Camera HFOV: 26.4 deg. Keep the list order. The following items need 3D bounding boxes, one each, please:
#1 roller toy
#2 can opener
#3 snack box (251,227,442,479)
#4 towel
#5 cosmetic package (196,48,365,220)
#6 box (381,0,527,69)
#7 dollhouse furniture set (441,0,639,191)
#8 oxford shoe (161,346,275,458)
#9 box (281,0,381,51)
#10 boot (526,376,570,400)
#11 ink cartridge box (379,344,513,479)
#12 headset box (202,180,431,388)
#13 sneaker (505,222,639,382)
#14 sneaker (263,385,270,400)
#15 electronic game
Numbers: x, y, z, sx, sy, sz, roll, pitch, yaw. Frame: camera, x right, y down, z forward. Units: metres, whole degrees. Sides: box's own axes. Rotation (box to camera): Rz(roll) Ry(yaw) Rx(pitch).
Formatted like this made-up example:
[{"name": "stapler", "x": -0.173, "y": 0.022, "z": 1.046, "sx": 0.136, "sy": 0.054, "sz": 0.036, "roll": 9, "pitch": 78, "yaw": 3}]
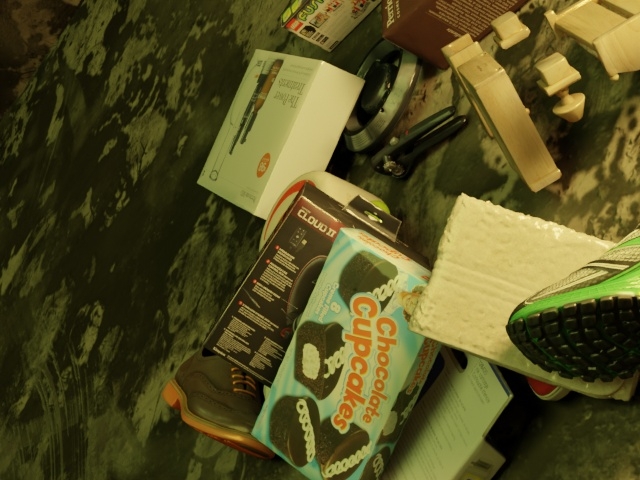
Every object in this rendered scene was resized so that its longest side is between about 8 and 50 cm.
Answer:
[{"name": "roller toy", "x": 0.000, "y": 0.000, "z": 2.070, "sx": 0.209, "sy": 0.146, "sz": 0.191, "roll": -59, "pitch": 29, "yaw": 11}, {"name": "can opener", "x": 0.148, "y": -0.156, "z": 2.113, "sx": 0.186, "sy": 0.059, "sz": 0.073, "roll": -35, "pitch": 42, "yaw": 43}, {"name": "snack box", "x": 0.045, "y": 0.167, "z": 1.807, "sx": 0.187, "sy": 0.060, "sz": 0.322, "roll": 32, "pitch": 107, "yaw": 32}, {"name": "towel", "x": 0.263, "y": 0.068, "z": 1.626, "sx": 0.282, "sy": 0.049, "sz": 0.187, "roll": 19, "pitch": 85, "yaw": 18}, {"name": "cosmetic package", "x": -0.081, "y": -0.188, "z": 2.431, "sx": 0.284, "sy": 0.097, "sz": 0.377, "roll": -68, "pitch": 22, "yaw": 2}, {"name": "box", "x": 0.258, "y": -0.454, "z": 2.072, "sx": 0.381, "sy": 0.143, "sz": 0.191, "roll": -40, "pitch": 39, "yaw": 41}, {"name": "dollhouse furniture set", "x": 0.380, "y": -0.243, "z": 1.825, "sx": 0.355, "sy": 0.174, "sz": 0.303, "roll": -30, "pitch": 23, "yaw": 3}, {"name": "oxford shoe", "x": -0.156, "y": 0.256, "z": 2.251, "sx": 0.133, "sy": 0.130, "sz": 0.364, "roll": -61, "pitch": 30, "yaw": -3}, {"name": "box", "x": 0.035, "y": -0.432, "z": 2.437, "sx": 0.207, "sy": 0.114, "sz": 0.036, "roll": -40, "pitch": 39, "yaw": 37}, {"name": "boot", "x": 0.226, "y": 0.082, "z": 1.703, "sx": 0.088, "sy": 0.176, "sz": 0.244, "roll": -46, "pitch": 36, "yaw": 31}, {"name": "ink cartridge box", "x": 0.140, "y": 0.242, "z": 1.841, "sx": 0.307, "sy": 0.072, "sz": 0.303, "roll": -53, "pitch": 30, "yaw": 19}, {"name": "headset box", "x": 0.004, "y": 0.075, "z": 1.923, "sx": 0.293, "sy": 0.218, "sz": 0.110, "roll": -57, "pitch": 5, "yaw": 14}, {"name": "sneaker", "x": 0.369, "y": 0.048, "z": 1.525, "sx": 0.343, "sy": 0.134, "sz": 0.146, "roll": -23, "pitch": 34, "yaw": 20}, {"name": "sneaker", "x": -0.046, "y": 0.183, "z": 2.131, "sx": 0.152, "sy": 0.114, "sz": 0.305, "roll": -43, "pitch": 36, "yaw": 38}, {"name": "electronic game", "x": 0.103, "y": -0.251, "z": 2.264, "sx": 0.229, "sy": 0.048, "sz": 0.229, "roll": -49, "pitch": 27, "yaw": 36}]
